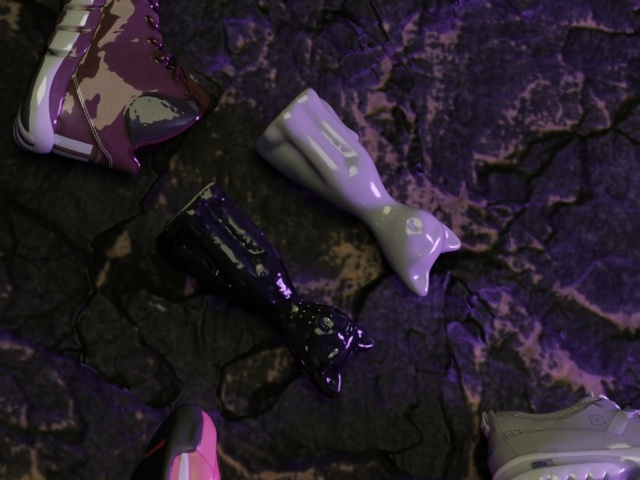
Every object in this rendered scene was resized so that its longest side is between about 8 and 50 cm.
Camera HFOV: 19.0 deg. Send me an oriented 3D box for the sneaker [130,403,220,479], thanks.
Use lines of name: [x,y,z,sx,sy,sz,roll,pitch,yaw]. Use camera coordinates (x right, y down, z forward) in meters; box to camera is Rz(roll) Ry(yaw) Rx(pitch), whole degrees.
sneaker: [-0.086,0.291,1.557,0.136,0.116,0.314,5,76,-21]

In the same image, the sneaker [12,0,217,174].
sneaker: [-0.156,-0.184,1.718,0.162,0.106,0.281,22,77,-9]

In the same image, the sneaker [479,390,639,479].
sneaker: [0.271,0.173,1.666,0.281,0.105,0.115,0,48,-23]

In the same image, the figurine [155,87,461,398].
figurine: [0.000,0.000,1.690,0.209,0.092,0.215,45,66,-2]
